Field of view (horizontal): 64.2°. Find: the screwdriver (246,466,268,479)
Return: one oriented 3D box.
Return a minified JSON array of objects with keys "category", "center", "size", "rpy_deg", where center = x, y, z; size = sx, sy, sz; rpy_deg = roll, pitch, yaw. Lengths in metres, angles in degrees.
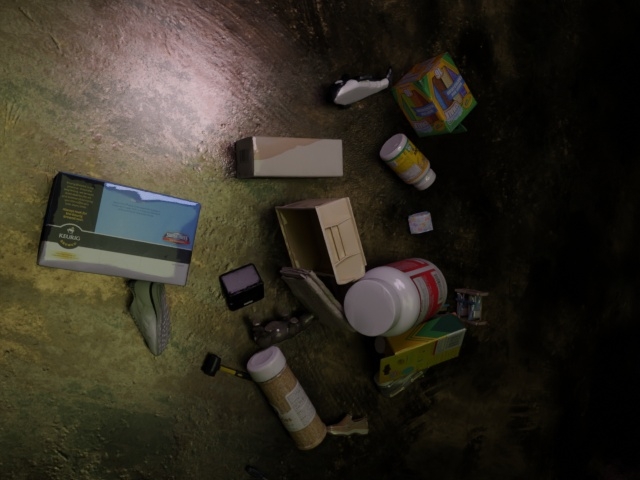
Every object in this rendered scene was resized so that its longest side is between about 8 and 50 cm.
[{"category":"screwdriver","center":[-0.186,0.797,1.706],"size":[0.170,0.025,0.024],"rpy_deg":[47,71,-33]}]

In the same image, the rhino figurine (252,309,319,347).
[{"category":"rhino figurine","center":[-0.111,0.283,1.669],"size":[0.243,0.073,0.106],"rpy_deg":[-12,135,-29]}]

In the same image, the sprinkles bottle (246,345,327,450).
[{"category":"sprinkles bottle","center":[-0.106,0.517,1.667],"size":[0.121,0.121,0.355],"rpy_deg":[-36,110,-23]}]

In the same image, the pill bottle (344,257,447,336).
[{"category":"pill bottle","center":[0.252,0.189,1.701],"size":[0.408,0.229,0.229],"rpy_deg":[-8,98,-57]}]

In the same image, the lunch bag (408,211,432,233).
[{"category":"lunch bag","center":[0.377,-0.068,1.941],"size":[0.083,0.053,0.071],"rpy_deg":[-15,102,-2]}]

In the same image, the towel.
[{"category":"towel","center":[-0.008,0.196,1.663],"size":[0.049,0.187,0.282],"rpy_deg":[-49,114,-21]}]

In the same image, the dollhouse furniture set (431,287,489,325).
[{"category":"dollhouse furniture set","center":[0.556,0.266,2.022],"size":[0.184,0.129,0.129],"rpy_deg":[0,94,-30]}]

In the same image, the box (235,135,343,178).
[{"category":"box","center":[-0.095,-0.256,1.606],"size":[0.311,0.148,0.121],"rpy_deg":[-4,95,-31]}]

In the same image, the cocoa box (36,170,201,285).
[{"category":"cocoa box","center":[-0.523,-0.027,1.326],"size":[0.347,0.231,0.228],"rpy_deg":[12,87,-30]}]

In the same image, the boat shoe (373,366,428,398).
[{"category":"boat shoe","center":[0.342,0.484,1.932],"size":[0.305,0.109,0.091],"rpy_deg":[-28,107,-19]}]

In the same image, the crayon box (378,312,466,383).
[{"category":"crayon box","center":[0.341,0.384,1.803],"size":[0.319,0.081,0.202],"rpy_deg":[-17,141,-11]}]

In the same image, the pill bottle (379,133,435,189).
[{"category":"pill bottle","center":[0.323,-0.280,1.858],"size":[0.208,0.117,0.117],"rpy_deg":[40,74,-25]}]

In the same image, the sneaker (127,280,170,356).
[{"category":"sneaker","center":[-0.490,0.220,1.458],"size":[0.095,0.090,0.235],"rpy_deg":[-1,104,0]}]

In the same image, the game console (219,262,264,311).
[{"category":"game console","center":[-0.248,0.149,1.623],"size":[0.122,0.071,0.107],"rpy_deg":[-22,134,-26]}]

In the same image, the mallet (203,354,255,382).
[{"category":"mallet","center":[-0.283,0.425,1.612],"size":[0.190,0.039,0.062],"rpy_deg":[37,74,-30]}]

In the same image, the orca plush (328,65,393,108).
[{"category":"orca plush","center":[0.126,-0.548,1.738],"size":[0.287,0.151,0.102],"rpy_deg":[-30,76,-22]}]

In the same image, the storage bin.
[{"category":"storage bin","center":[0.000,0.000,1.611],"size":[0.123,0.262,0.260],"rpy_deg":[-22,104,-29]}]

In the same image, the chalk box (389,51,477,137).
[{"category":"chalk box","center":[0.427,-0.498,1.866],"size":[0.179,0.180,0.289],"rpy_deg":[-46,112,-19]}]

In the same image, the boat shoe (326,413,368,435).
[{"category":"boat shoe","center":[0.094,0.661,1.832],"size":[0.190,0.068,0.072],"rpy_deg":[14,74,-39]}]

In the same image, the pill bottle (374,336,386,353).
[{"category":"pill bottle","center":[0.275,0.386,1.900],"size":[0.137,0.078,0.078],"rpy_deg":[5,91,-30]}]
